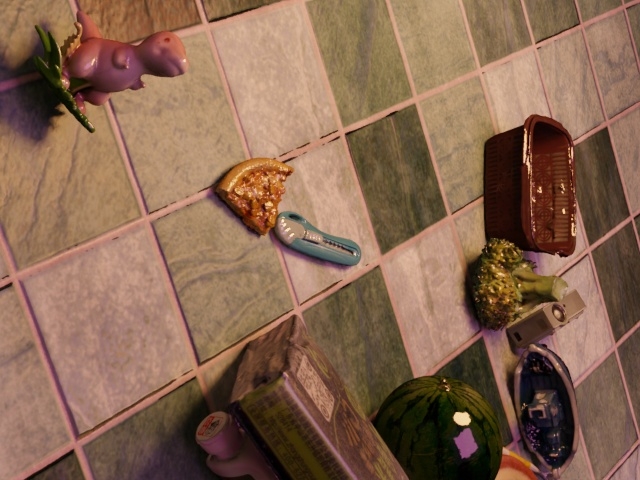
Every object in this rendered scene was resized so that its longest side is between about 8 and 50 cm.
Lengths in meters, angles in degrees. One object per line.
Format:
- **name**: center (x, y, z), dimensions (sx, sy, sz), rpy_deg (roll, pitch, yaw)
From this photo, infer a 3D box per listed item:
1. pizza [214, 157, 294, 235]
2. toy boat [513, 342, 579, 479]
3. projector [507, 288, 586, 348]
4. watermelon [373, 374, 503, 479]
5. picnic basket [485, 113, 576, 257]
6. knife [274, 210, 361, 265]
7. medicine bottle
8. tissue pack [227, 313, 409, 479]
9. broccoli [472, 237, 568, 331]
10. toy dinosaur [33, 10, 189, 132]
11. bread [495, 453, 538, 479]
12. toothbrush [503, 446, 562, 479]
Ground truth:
- **pizza**: center (-0.102, -0.072, 1.903), dimensions (0.178, 0.041, 0.131), rpy_deg (-2, 87, -48)
- **toy boat**: center (0.470, 0.355, 2.406), dimensions (0.142, 0.129, 0.309), rpy_deg (-40, 120, -59)
- **projector**: center (0.485, 0.169, 2.455), dimensions (0.147, 0.115, 0.061), rpy_deg (-23, 78, -47)
- **watermelon**: center (0.205, 0.359, 2.033), dimensions (0.242, 0.242, 0.242), rpy_deg (10, 77, -47)
- **picnic basket**: center (0.443, -0.109, 2.451), dimensions (0.222, 0.129, 0.296), rpy_deg (12, 76, -48)
- **knife**: center (0.000, 0.000, 2.012), dimensions (0.222, 0.031, 0.064), rpy_deg (21, 65, -45)
- **medicine bottle**: center (-0.106, 0.353, 1.776), dimensions (0.219, 0.115, 0.078), rpy_deg (53, 51, -29)
- **tissue pack**: center (0.021, 0.332, 1.776), dimensions (0.394, 0.124, 0.288), rpy_deg (56, 10, -11)
- **broccoli**: center (0.407, 0.086, 2.335), dimensions (0.194, 0.194, 0.219), rpy_deg (-55, 129, -37)
- **toy dinosaur**: center (-0.296, -0.259, 1.594), dimensions (0.177, 0.194, 0.152), rpy_deg (-41, 139, -11)
- **bread**: center (0.338, 0.515, 2.244), dimensions (0.244, 0.123, 0.190), rpy_deg (26, 64, -44)
- **toothbrush**: center (0.426, 0.466, 2.421), dimensions (0.288, 0.024, 0.021), rpy_deg (32, 63, -41)
